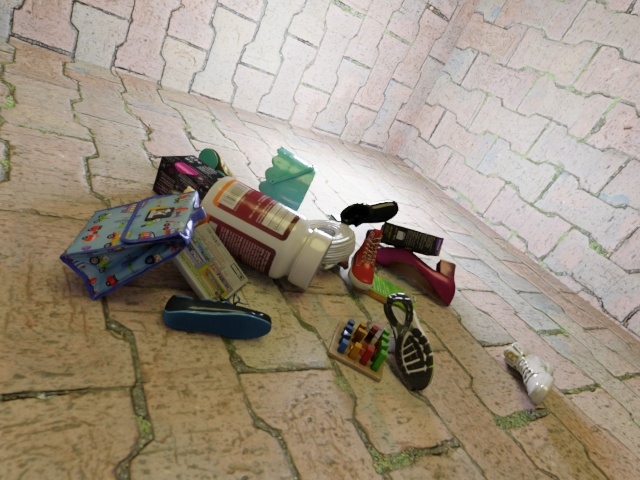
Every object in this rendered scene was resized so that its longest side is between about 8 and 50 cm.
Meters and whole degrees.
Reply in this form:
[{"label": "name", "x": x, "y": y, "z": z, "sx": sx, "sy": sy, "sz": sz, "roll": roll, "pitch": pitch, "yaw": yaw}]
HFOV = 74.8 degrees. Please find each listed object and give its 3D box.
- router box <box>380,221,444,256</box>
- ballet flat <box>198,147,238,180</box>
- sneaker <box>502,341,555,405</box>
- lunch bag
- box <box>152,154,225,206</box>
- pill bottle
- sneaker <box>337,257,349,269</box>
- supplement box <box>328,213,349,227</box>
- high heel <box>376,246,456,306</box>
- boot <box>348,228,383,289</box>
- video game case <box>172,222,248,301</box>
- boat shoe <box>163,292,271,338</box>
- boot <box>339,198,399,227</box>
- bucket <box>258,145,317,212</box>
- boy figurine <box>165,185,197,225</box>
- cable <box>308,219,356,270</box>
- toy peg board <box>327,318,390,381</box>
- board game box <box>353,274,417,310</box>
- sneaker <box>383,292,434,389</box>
[{"label": "router box", "x": 0.374, "y": -0.002, "z": 1.801, "sx": 0.243, "sy": 0.081, "sz": 0.309, "roll": 16, "pitch": 0, "yaw": 5}, {"label": "ballet flat", "x": -0.408, "y": -0.259, "z": 1.714, "sx": 0.123, "sy": 0.123, "sz": 0.348, "roll": 6, "pitch": 31, "yaw": -37}, {"label": "sneaker", "x": 0.691, "y": 0.441, "z": 1.422, "sx": 0.169, "sy": 0.108, "sz": 0.292, "roll": 36, "pitch": 16, "yaw": 23}, {"label": "lunch bag", "x": -0.410, "y": -0.013, "z": 1.002, "sx": 0.293, "sy": 0.138, "sz": 0.221, "roll": -19, "pitch": 31, "yaw": 4}, {"label": "box", "x": -0.435, "y": -0.179, "z": 1.476, "sx": 0.247, "sy": 0.142, "sz": 0.163, "roll": 36, "pitch": 25, "yaw": 16}, {"label": "pill bottle", "x": -0.172, "y": -0.019, "z": 1.319, "sx": 0.392, "sy": 0.224, "sz": 0.224, "roll": 29, "pitch": 25, "yaw": 4}, {"label": "sneaker", "x": 0.060, "y": 0.065, "z": 1.595, "sx": 0.061, "sy": 0.064, "sz": 0.158, "roll": -19, "pitch": 30, "yaw": -15}, {"label": "supplement box", "x": 0.074, "y": -0.063, "z": 1.811, "sx": 0.083, "sy": 0.083, "sz": 0.056, "roll": 4, "pitch": 34, "yaw": -40}, {"label": "high heel", "x": 0.363, "y": 0.141, "z": 1.705, "sx": 0.377, "sy": 0.127, "sz": 0.181, "roll": 11, "pitch": 66, "yaw": 9}, {"label": "boot", "x": 0.173, "y": 0.054, "z": 1.497, "sx": 0.088, "sy": 0.176, "sz": 0.244, "roll": 22, "pitch": 25, "yaw": -8}, {"label": "video game case", "x": -0.308, "y": 0.066, "z": 1.150, "sx": 0.212, "sy": 0.023, "sz": 0.193, "roll": 56, "pitch": 25, "yaw": -5}, {"label": "boat shoe", "x": -0.242, "y": 0.170, "z": 1.022, "sx": 0.258, "sy": 0.109, "sz": 0.089, "roll": 18, "pitch": 31, "yaw": -23}, {"label": "boot", "x": 0.200, "y": -0.109, "z": 1.659, "sx": 0.247, "sy": 0.094, "sz": 0.207, "roll": -11, "pitch": 1, "yaw": 4}, {"label": "bucket", "x": -0.144, "y": -0.232, "z": 1.730, "sx": 0.183, "sy": 0.281, "sz": 0.281, "roll": 26, "pitch": 25, "yaw": -8}, {"label": "boy figurine", "x": -0.424, "y": -0.076, "z": 1.237, "sx": 0.092, "sy": 0.177, "sz": 0.285, "roll": 31, "pitch": 1, "yaw": -25}, {"label": "cable", "x": 0.000, "y": 0.000, "z": 1.533, "sx": 0.257, "sy": 0.089, "sz": 0.257, "roll": 23, "pitch": 32, "yaw": 38}, {"label": "toy peg board", "x": 0.122, "y": 0.287, "z": 1.184, "sx": 0.161, "sy": 0.079, "sz": 0.161, "roll": 28, "pitch": 24, "yaw": 2}, {"label": "board game box", "x": 0.230, "y": 0.184, "z": 1.541, "sx": 0.259, "sy": 0.039, "sz": 0.124, "roll": 30, "pitch": 25, "yaw": 4}, {"label": "sneaker", "x": 0.273, "y": 0.305, "z": 1.256, "sx": 0.121, "sy": 0.111, "sz": 0.299, "roll": 60, "pitch": 18, "yaw": -45}]
